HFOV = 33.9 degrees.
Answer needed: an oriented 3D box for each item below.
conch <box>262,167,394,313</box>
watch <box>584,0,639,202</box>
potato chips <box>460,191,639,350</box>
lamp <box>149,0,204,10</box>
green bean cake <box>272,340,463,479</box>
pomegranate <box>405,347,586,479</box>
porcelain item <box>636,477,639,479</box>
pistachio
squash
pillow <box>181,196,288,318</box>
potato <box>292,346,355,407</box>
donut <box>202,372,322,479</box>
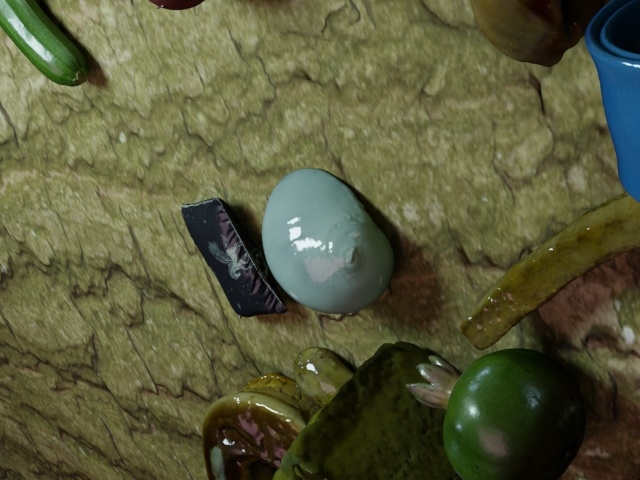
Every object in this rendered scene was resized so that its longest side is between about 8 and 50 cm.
[{"bbox_3d":[-0.002,0.001,1.405,0.221,0.121,0.184,28,109,33],"label":"conch"},{"bbox_3d":[0.366,-0.125,0.768,0.305,0.274,0.241,7,126,48],"label":"watch"},{"bbox_3d":[0.275,0.024,1.159,0.057,0.080,0.407,36,147,-6],"label":"potato chips"},{"bbox_3d":[-0.176,-0.364,1.234,0.182,0.140,0.182,48,155,31],"label":"lamp"},{"bbox_3d":[0.102,0.329,1.408,0.285,0.310,0.202,44,141,11],"label":"green bean cake"},{"bbox_3d":[0.213,0.212,1.302,0.225,0.187,0.187,22,136,33],"label":"pomegranate"},{"bbox_3d":[0.459,0.378,1.201,0.253,0.253,0.253,27,138,27],"label":"porcelain item"},{"bbox_3d":[0.197,-0.260,0.955,0.165,0.131,0.210,-113,4,-62],"label":"pistachio"},{"bbox_3d":[-0.433,-0.317,1.583,0.219,0.068,0.077,50,159,-2],"label":"squash"},{"bbox_3d":[-0.135,0.028,1.599,0.141,0.055,0.208,-7,116,57],"label":"pillow"},{"bbox_3d":[0.017,0.218,1.595,0.138,0.070,0.091,35,142,17],"label":"potato"},{"bbox_3d":[-0.045,0.377,1.724,0.330,0.160,0.329,13,114,32],"label":"donut"}]
